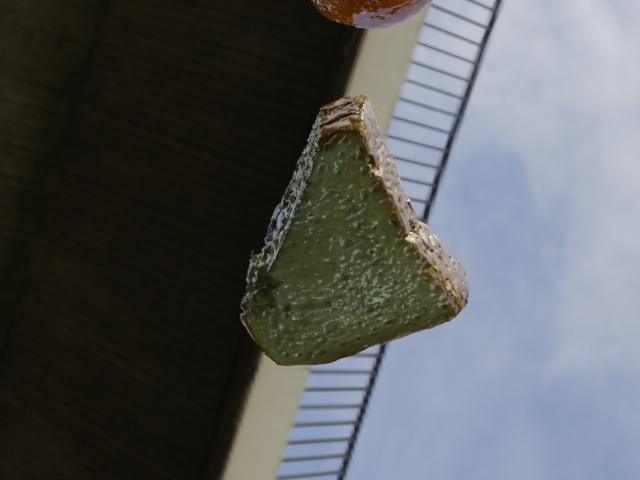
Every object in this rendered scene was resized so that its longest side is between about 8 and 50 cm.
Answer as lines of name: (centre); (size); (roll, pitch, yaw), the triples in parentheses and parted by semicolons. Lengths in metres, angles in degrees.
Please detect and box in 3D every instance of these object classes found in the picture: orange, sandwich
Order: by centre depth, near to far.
sandwich: (-0.001, 0.003, 1.211); (0.254, 0.288, 0.099); (-15, -145, 23)
orange: (0.069, -0.336, 1.299); (0.193, 0.161, 0.193); (-25, -140, 23)
